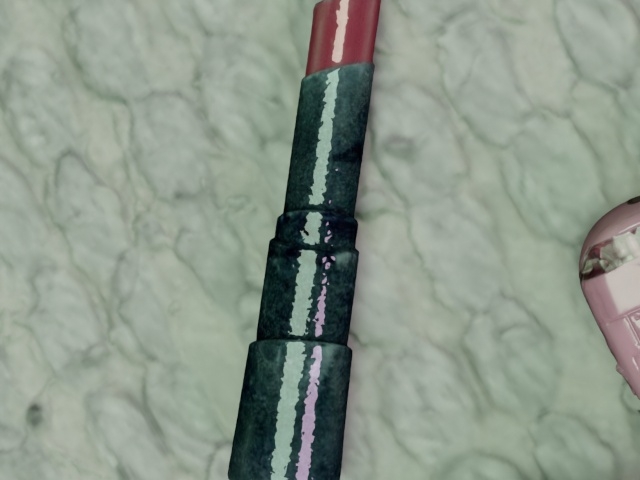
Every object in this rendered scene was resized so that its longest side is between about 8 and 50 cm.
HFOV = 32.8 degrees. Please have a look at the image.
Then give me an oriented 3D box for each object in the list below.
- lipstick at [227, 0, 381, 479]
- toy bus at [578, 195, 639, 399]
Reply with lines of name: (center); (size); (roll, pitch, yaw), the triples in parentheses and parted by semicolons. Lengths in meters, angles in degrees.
lipstick: (0.000, 0.000, 0.502); (0.053, 0.053, 0.234); (10, 96, 13)
toy bus: (0.207, -0.007, 0.443); (0.203, 0.063, 0.090); (-27, 88, 16)
